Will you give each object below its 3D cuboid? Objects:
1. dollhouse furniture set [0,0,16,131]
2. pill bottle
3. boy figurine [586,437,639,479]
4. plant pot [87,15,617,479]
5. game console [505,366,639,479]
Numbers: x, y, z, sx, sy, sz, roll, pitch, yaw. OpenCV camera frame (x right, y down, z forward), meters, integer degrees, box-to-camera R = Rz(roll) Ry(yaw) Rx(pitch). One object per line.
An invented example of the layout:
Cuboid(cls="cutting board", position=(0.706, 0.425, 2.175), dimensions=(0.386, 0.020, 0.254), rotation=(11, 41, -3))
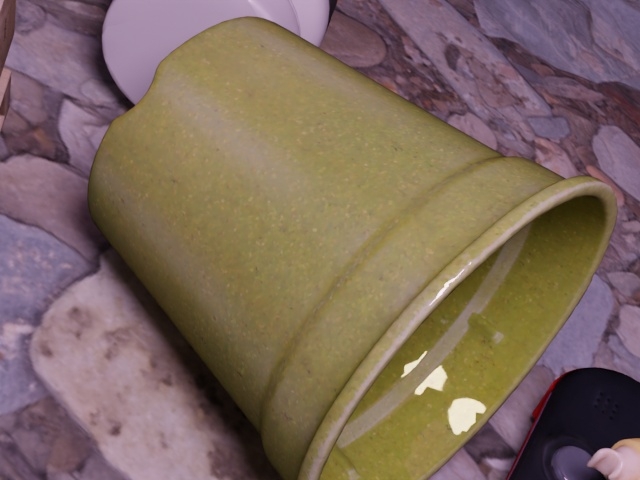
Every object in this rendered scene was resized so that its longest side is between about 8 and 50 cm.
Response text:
Cuboid(cls="dollhouse furniture set", position=(-0.290, 0.009, 0.810), dimensions=(0.174, 0.303, 0.355), rotation=(16, 71, -7))
Cuboid(cls="pill bottle", position=(-0.061, -0.213, 1.204), dimensions=(0.161, 0.161, 0.283), rotation=(30, 39, -10))
Cuboid(cls="boy figurine", position=(0.256, 0.198, 1.023), dimensions=(0.285, 0.092, 0.177), rotation=(-19, 64, -39))
Cuboid(cls="plant pot", position=(0.000, 0.000, 0.989), dimensions=(0.254, 0.276, 0.276), rotation=(41, 37, 21))
Cuboid(cls="game console", position=(0.269, 0.287, 1.053), dimensions=(0.386, 0.060, 0.342), rotation=(38, 38, 0))
